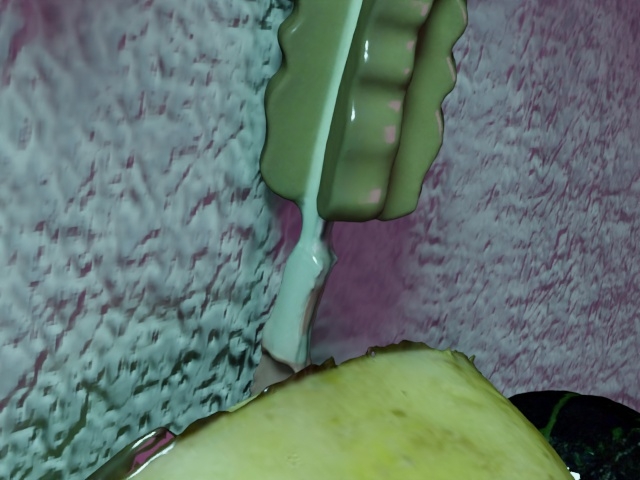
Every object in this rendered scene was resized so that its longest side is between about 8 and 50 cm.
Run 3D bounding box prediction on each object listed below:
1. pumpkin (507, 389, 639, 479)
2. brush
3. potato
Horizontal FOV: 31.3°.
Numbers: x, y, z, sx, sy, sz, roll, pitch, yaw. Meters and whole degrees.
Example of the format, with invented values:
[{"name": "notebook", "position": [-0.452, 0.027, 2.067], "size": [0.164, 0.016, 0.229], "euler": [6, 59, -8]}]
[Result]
[{"name": "pumpkin", "position": [0.143, 0.200, 0.698], "size": [0.162, 0.220, 0.221], "euler": [19, 88, -55]}, {"name": "brush", "position": [0.000, 0.000, 0.531], "size": [0.071, 0.084, 0.301], "euler": [-8, 116, -51]}, {"name": "potato", "position": [0.022, 0.178, 0.469], "size": [0.285, 0.242, 0.243], "euler": [5, 100, -53]}]
